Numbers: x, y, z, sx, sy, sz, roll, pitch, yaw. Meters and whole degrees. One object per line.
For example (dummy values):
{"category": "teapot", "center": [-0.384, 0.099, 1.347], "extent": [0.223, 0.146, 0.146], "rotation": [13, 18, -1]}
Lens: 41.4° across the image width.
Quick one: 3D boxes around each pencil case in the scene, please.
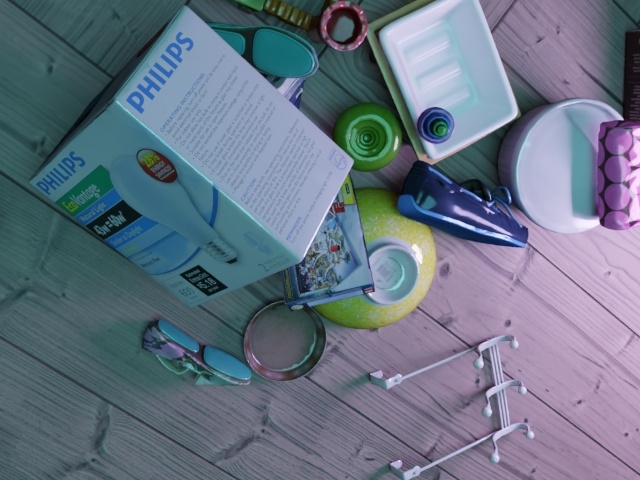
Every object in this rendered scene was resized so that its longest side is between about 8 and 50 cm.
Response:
{"category": "pencil case", "center": [0.589, -0.127, 1.640], "extent": [0.098, 0.095, 0.209], "rotation": [-10, 106, -31]}

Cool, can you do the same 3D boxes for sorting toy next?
{"category": "sorting toy", "center": [0.061, -0.173, 1.499], "extent": [0.365, 0.126, 0.127], "rotation": [-10, 102, 2]}

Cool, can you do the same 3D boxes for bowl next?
{"category": "bowl", "center": [0.108, 0.048, 1.633], "extent": [0.289, 0.156, 0.289], "rotation": [-3, 102, -15]}

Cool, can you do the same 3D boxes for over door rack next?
{"category": "over door rack", "center": [0.289, 0.357, 1.776], "extent": [0.324, 0.108, 0.240], "rotation": [-15, 104, -13]}

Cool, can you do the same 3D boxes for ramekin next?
{"category": "ramekin", "center": [0.486, -0.156, 1.716], "extent": [0.272, 0.127, 0.273], "rotation": [-3, 103, -15]}

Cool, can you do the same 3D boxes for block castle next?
{"category": "block castle", "center": [-0.097, -0.534, 1.422], "extent": [0.453, 0.213, 0.303], "rotation": [19, 95, -19]}

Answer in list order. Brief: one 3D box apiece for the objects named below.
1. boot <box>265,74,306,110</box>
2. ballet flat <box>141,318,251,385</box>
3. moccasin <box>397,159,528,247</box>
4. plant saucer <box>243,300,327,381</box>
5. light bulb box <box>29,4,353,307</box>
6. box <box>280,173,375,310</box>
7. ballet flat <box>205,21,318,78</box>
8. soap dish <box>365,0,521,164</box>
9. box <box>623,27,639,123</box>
{"category": "boot", "center": [-0.061, -0.262, 1.527], "extent": [0.069, 0.190, 0.086], "rotation": [-1, 122, 25]}
{"category": "ballet flat", "center": [-0.241, 0.231, 1.620], "extent": [0.221, 0.077, 0.079], "rotation": [31, 110, -15]}
{"category": "moccasin", "center": [0.298, -0.067, 1.642], "extent": [0.342, 0.137, 0.117], "rotation": [19, 79, -43]}
{"category": "plant saucer", "center": [-0.071, 0.196, 1.678], "extent": [0.168, 0.029, 0.168], "rotation": [-4, 103, -15]}
{"category": "light bulb box", "center": [-0.213, -0.113, 1.375], "extent": [0.361, 0.358, 0.225], "rotation": [41, 54, -19]}
{"category": "box", "center": [0.000, 0.000, 1.553], "extent": [0.159, 0.044, 0.233], "rotation": [-14, 63, 8]}
{"category": "ballet flat", "center": [-0.113, -0.341, 1.488], "extent": [0.247, 0.087, 0.083], "rotation": [12, 112, 12]}
{"category": "soap dish", "center": [0.227, -0.318, 1.611], "extent": [0.229, 0.118, 0.291], "rotation": [-28, 107, -9]}
{"category": "box", "center": [0.750, -0.251, 1.769], "extent": [0.191, 0.143, 0.381], "rotation": [-5, 101, -16]}
